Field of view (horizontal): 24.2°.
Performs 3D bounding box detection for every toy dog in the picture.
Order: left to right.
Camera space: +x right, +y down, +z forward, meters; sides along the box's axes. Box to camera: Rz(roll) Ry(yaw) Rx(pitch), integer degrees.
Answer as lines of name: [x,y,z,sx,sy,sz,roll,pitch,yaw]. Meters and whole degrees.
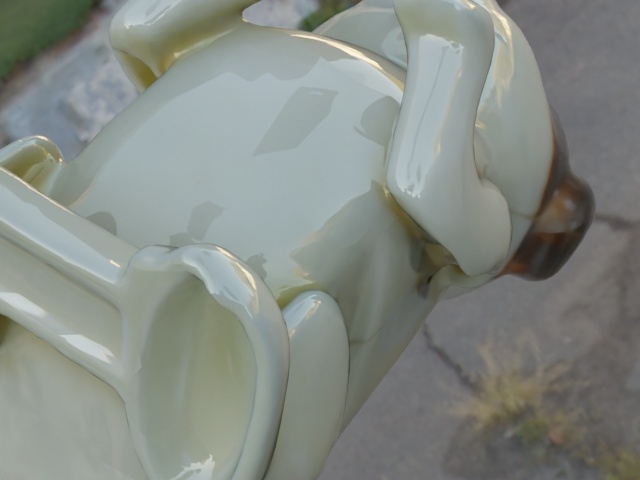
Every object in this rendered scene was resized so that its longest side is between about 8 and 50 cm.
toy dog: [0.000,0.000,0.880,0.285,0.395,0.408,21,42,34]
